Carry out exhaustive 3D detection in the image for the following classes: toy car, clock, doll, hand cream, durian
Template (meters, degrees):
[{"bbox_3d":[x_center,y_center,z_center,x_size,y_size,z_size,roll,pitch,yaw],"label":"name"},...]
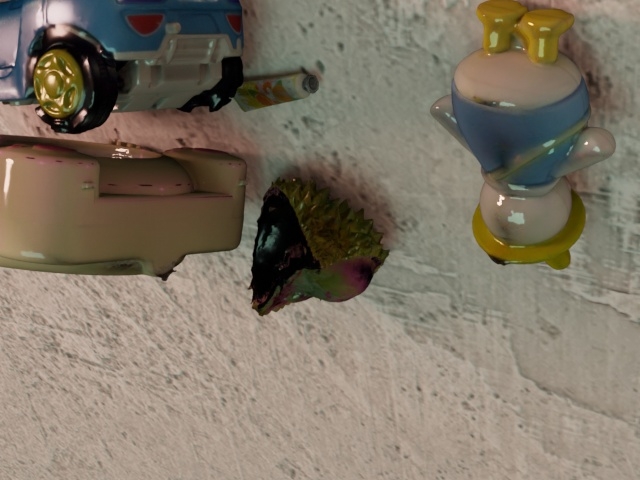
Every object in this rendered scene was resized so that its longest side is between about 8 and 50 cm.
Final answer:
[{"bbox_3d":[-0.218,-0.176,1.016,0.314,0.198,0.166,2,99,36],"label":"toy car"},{"bbox_3d":[-0.255,-0.043,1.108,0.309,0.284,0.114,10,100,32],"label":"clock"},{"bbox_3d":[0.157,-0.068,0.936,0.135,0.098,0.241,-6,132,9],"label":"doll"},{"bbox_3d":[-0.044,-0.131,1.063,0.102,0.022,0.035,-4,137,41],"label":"hand cream"},{"bbox_3d":[0.003,0.001,1.132,0.108,0.119,0.187,1,160,-21],"label":"durian"}]
